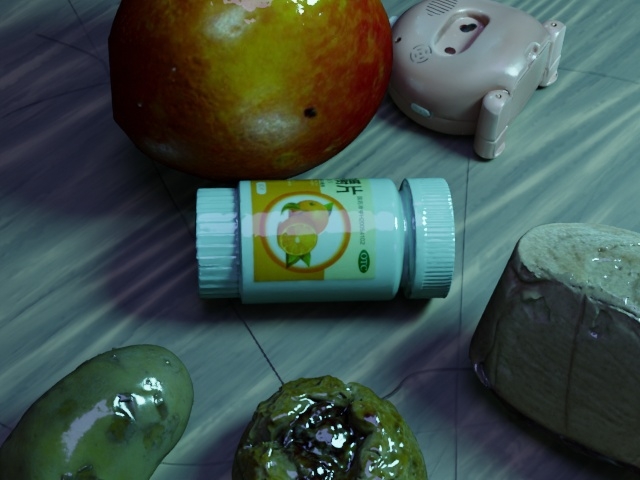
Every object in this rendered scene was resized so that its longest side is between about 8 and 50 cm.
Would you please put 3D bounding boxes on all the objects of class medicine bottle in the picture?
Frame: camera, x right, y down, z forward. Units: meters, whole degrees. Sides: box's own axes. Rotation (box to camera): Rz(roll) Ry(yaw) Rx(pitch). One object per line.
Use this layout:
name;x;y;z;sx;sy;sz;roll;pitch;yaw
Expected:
medicine bottle;0.000;0.000;1.625;0.318;0.158;0.158;-2;54;-4

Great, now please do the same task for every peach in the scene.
peach;-0.099;-0.243;1.673;0.388;0.388;0.388;1;54;-2

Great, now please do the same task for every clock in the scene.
clock;0.199;-0.266;1.843;0.241;0.142;0.227;27;57;20

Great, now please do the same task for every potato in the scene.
potato;-0.252;0.220;1.450;0.165;0.165;0.262;29;64;17

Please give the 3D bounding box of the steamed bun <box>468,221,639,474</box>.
steamed bun;0.347;0.112;1.510;0.301;0.251;0.199;30;44;23

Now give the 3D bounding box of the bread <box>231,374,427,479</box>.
bread;0.009;0.257;1.462;0.230;0.123;0.230;2;57;-2
